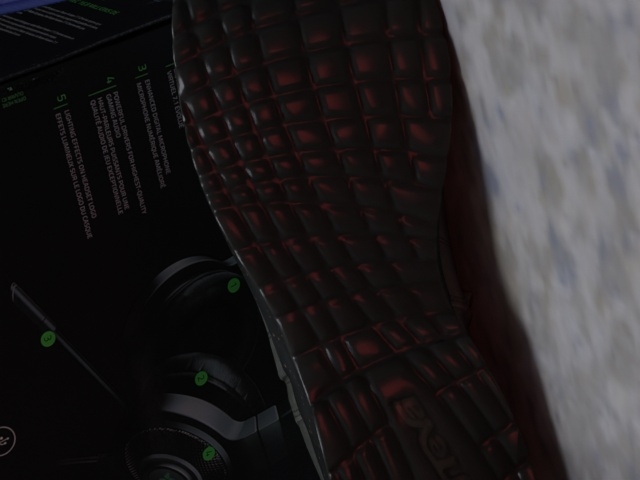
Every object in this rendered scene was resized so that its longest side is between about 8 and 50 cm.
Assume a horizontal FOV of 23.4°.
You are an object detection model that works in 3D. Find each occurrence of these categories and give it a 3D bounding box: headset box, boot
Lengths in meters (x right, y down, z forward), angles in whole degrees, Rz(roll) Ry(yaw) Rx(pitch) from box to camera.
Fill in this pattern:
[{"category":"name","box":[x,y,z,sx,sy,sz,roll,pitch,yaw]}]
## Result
[{"category":"headset box","box":[-0.126,0.027,0.665,0.131,0.283,0.246,23,131,50]},{"category":"boot","box":[0.000,0.000,0.540,0.161,0.083,0.247,-171,67,-82]}]

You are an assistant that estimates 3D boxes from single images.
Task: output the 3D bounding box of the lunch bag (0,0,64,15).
[{"category":"lunch bag","box":[-0.067,-0.137,0.338,0.090,0.219,0.176,-116,17,-61]}]
